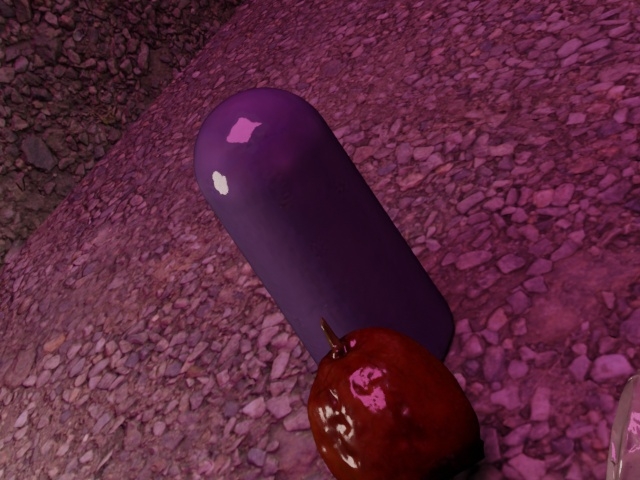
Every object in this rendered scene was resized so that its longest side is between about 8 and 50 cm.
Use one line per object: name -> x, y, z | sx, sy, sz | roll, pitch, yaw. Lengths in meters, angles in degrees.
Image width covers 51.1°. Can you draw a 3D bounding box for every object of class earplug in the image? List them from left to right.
earplug -> 0.000, 0.000, 0.885 | 0.215, 0.456, 0.215 | -22, 36, 17

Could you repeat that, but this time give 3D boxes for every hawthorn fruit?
hawthorn fruit -> 0.070, 0.200, 0.797 | 0.189, 0.251, 0.189 | -44, -1, -1

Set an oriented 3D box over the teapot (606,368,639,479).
teapot -> 0.380, 0.208, 0.631 | 0.178, 0.221, 0.163 | 9, 94, 34
